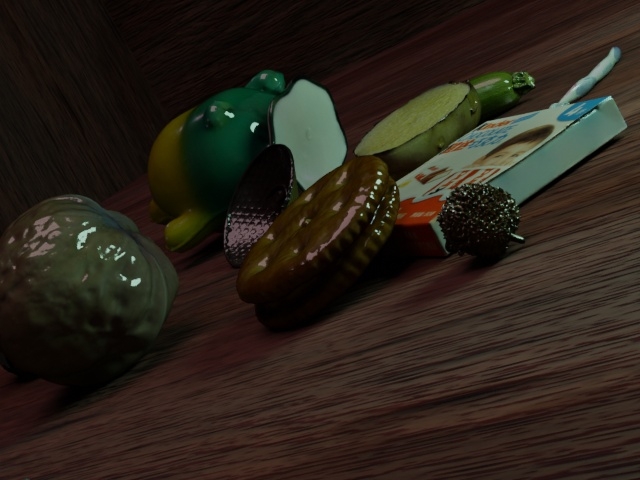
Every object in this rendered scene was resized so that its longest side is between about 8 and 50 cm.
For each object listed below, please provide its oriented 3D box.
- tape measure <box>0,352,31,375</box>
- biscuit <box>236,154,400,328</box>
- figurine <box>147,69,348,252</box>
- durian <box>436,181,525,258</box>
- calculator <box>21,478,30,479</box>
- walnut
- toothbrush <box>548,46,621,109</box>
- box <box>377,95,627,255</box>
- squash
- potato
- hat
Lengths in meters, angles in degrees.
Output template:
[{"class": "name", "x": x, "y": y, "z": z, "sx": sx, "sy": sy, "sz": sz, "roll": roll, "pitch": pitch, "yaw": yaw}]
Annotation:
[{"class": "tape measure", "x": -0.395, "y": 0.088, "z": 1.928, "sx": 0.256, "sy": 0.147, "sz": 0.275, "roll": -33, "pitch": 10, "yaw": -14}, {"class": "biscuit", "x": 0.000, "y": 0.000, "z": 1.383, "sx": 0.220, "sy": 0.066, "sz": 0.220, "roll": -39, "pitch": 18, "yaw": 16}, {"class": "figurine", "x": -0.142, "y": -0.135, "z": 2.062, "sx": 0.340, "sy": 0.231, "sz": 0.323, "roll": -15, "pitch": 50, "yaw": 39}, {"class": "durian", "x": 0.153, "y": -0.016, "z": 1.194, "sx": 0.091, "sy": 0.080, "sz": 0.080, "roll": 24, "pitch": 40, "yaw": 23}, {"class": "calculator", "x": -0.330, "y": 0.275, "z": 1.221, "sx": 0.141, "sy": 0.019, "sz": 0.094, "roll": -34, "pitch": 14, "yaw": -27}, {"class": "walnut", "x": -0.309, "y": 0.068, "z": 1.591, "sx": 0.248, "sy": 0.248, "sz": 0.248, "roll": -28, "pitch": 11, "yaw": 6}, {"class": "toothbrush", "x": 0.355, "y": -0.210, "z": 1.689, "sx": 0.027, "sy": 0.021, "sz": 0.269, "roll": -6, "pitch": 23, "yaw": 35}, {"class": "box", "x": 0.168, "y": -0.068, "z": 1.434, "sx": 0.265, "sy": 0.048, "sz": 0.273, "roll": -34, "pitch": 11, "yaw": -20}, {"class": "squash", "x": 0.198, "y": -0.191, "z": 1.890, "sx": 0.258, "sy": 0.069, "sz": 0.069, "roll": -26, "pitch": 11, "yaw": 16}, {"class": "potato", "x": 0.144, "y": -0.141, "z": 1.772, "sx": 0.200, "sy": 0.081, "sz": 0.164, "roll": -38, "pitch": 21, "yaw": -27}, {"class": "hat", "x": -0.062, "y": -0.040, "z": 1.851, "sx": 0.193, "sy": 0.082, "sz": 0.193, "roll": -40, "pitch": 39, "yaw": 42}]
